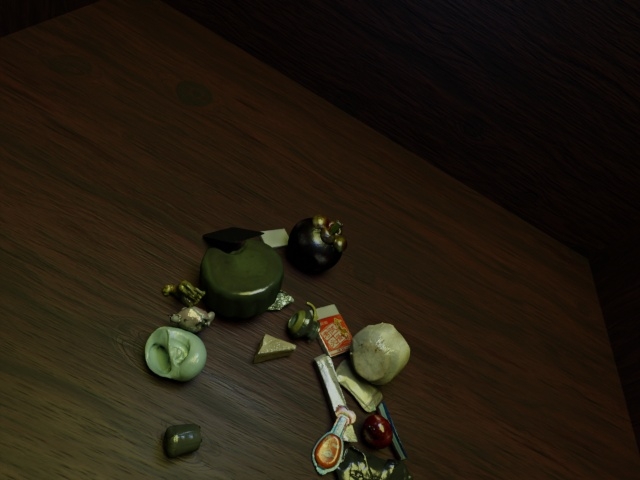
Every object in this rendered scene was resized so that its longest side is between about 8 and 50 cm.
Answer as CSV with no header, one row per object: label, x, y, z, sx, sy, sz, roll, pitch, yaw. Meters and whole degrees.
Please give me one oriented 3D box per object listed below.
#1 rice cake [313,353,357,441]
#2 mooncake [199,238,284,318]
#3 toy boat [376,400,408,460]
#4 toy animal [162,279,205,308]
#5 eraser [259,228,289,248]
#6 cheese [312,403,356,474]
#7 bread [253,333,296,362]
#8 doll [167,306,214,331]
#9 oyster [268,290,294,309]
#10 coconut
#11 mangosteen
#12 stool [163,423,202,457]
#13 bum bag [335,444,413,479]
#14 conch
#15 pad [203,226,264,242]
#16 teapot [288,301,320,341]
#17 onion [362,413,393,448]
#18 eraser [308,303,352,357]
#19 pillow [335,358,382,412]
rice cake,0.058,0.634,1.764,0.073,0.056,0.364,-9,58,-22
mooncake,-0.320,0.160,1.817,0.352,0.187,0.351,9,40,-8
toy boat,0.289,0.774,1.784,0.046,0.080,0.228,-23,62,-5
toy animal,-0.532,0.198,1.705,0.136,0.181,0.073,39,60,-14
eraser,-0.224,-0.005,2.178,0.151,0.023,0.103,-9,58,-36
cheese,0.052,0.742,1.639,0.106,0.037,0.256,24,58,12
bread,-0.182,0.454,1.757,0.152,0.077,0.105,22,40,-10
doll,-0.477,0.297,1.644,0.150,0.192,0.095,12,77,-1
oyster,-0.214,0.253,1.931,0.177,0.064,0.124,-13,65,-37
coconut,0.255,0.477,1.888,0.245,0.245,0.247,49,26,14
mangosteen,0.000,0.000,2.108,0.275,0.302,0.274,31,35,-25
stool,-0.445,0.644,1.417,0.110,0.096,0.096,5,51,-36
bum bag,0.207,0.862,1.641,0.327,0.079,0.142,20,48,-17
conch,-0.515,0.407,1.560,0.221,0.120,0.185,37,49,13
pad,-0.392,-0.027,1.972,0.181,0.004,0.267,-20,21,-41
teapot,-0.063,0.351,1.884,0.119,0.130,0.165,34,61,-22
onion,0.225,0.748,1.720,0.131,0.131,0.131,17,46,-19
eraser,0.048,0.406,1.974,0.157,0.038,0.230,-9,59,-37
pillow,0.160,0.615,1.858,0.233,0.038,0.131,43,43,10
